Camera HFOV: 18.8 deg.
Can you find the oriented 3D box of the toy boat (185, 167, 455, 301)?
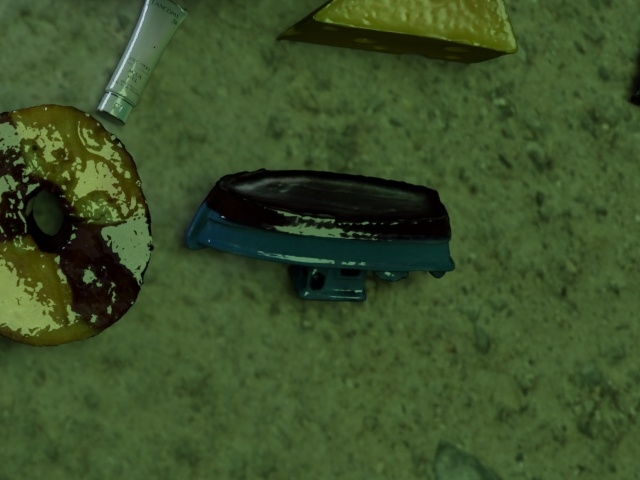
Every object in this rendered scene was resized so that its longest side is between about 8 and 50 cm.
[{"bbox_3d":[0.000,0.000,1.575,0.223,0.100,0.097,4,120,-16],"label":"toy boat"}]

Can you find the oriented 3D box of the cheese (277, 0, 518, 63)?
[{"bbox_3d":[0.055,-0.191,1.604,0.171,0.093,0.126,-17,95,-22],"label":"cheese"}]

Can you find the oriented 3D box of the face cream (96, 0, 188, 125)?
[{"bbox_3d":[-0.145,-0.147,1.560,0.038,0.020,0.115,30,73,-16],"label":"face cream"}]

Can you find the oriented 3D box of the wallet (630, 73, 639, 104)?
[{"bbox_3d":[0.399,-0.243,1.770,0.169,0.044,0.317,23,78,-19],"label":"wallet"}]

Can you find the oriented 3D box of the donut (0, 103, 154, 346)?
[{"bbox_3d":[-0.215,-0.010,1.492,0.166,0.073,0.184,-23,93,-21],"label":"donut"}]
